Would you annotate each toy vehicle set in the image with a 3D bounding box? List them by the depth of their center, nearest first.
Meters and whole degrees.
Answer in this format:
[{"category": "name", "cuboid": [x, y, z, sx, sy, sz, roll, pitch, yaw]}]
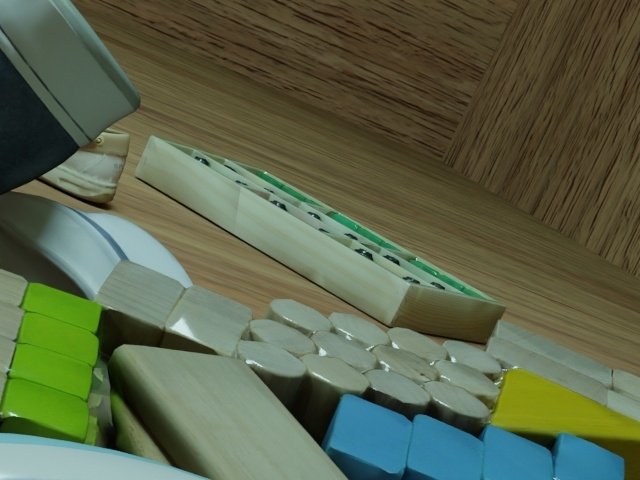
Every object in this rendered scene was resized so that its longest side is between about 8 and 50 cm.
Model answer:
[{"category": "toy vehicle set", "cuboid": [0.000, 0.000, 1.455, 0.267, 0.035, 0.166, 30, 8, 30]}]

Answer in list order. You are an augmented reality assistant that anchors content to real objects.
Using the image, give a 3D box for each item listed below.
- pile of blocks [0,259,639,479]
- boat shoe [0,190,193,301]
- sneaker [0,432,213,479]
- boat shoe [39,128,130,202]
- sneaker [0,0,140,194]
[{"category": "pile of blocks", "cuboid": [-0.025, 0.087, 0.510, 0.362, 0.113, 0.149, 11, 20, -33]}, {"category": "boat shoe", "cuboid": [-0.152, 0.014, 0.689, 0.258, 0.095, 0.084, 18, 5, 39]}, {"category": "sneaker", "cuboid": [0.056, 0.137, 0.351, 0.319, 0.127, 0.208, 10, 13, -32]}, {"category": "boat shoe", "cuboid": [-0.209, -0.085, 1.255, 0.170, 0.059, 0.063, 25, 7, -6]}, {"category": "sneaker", "cuboid": [-0.151, -0.032, 0.607, 0.086, 0.163, 0.226, 51, -2, -15]}]
